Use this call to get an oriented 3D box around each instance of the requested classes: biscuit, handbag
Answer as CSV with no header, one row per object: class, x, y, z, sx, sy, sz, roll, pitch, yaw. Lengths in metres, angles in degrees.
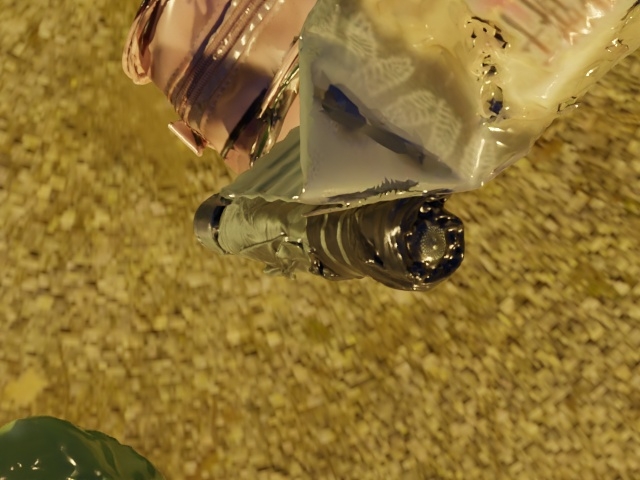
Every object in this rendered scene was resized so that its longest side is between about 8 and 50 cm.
biscuit,0.102,-0.126,0.421,0.079,0.186,0.309,43,136,1
handbag,-0.018,-0.136,1.021,0.116,0.179,0.205,37,102,9

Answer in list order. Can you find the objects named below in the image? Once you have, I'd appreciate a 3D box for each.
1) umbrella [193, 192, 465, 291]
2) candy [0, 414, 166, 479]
umbrella,0.000,0.000,0.801,0.046,0.188,0.050,-50,115,-21
candy,-0.163,0.186,0.696,0.142,0.132,0.343,46,138,-7
